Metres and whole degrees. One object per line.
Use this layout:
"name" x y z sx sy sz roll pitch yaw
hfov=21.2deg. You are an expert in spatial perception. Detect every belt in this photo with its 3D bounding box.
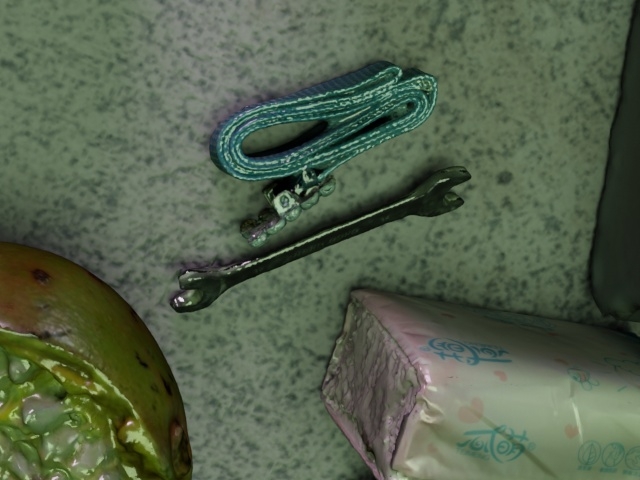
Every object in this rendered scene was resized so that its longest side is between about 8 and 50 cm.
"belt" 0.009 -0.074 1.298 0.179 0.065 0.100 -22 103 -6

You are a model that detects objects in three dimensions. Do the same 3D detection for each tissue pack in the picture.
"tissue pack" 0.158 0.132 1.336 0.271 0.201 0.124 9 103 -19

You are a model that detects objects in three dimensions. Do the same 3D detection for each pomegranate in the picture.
"pomegranate" -0.255 0.146 1.238 0.358 0.216 0.310 -4 113 19

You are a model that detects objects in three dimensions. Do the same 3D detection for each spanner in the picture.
"spanner" 0.000 0.000 1.333 0.254 0.015 0.054 -22 151 -6

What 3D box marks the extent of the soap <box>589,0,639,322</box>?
"soap" 0.462 -0.066 1.339 0.435 0.213 0.350 -1 111 -14
